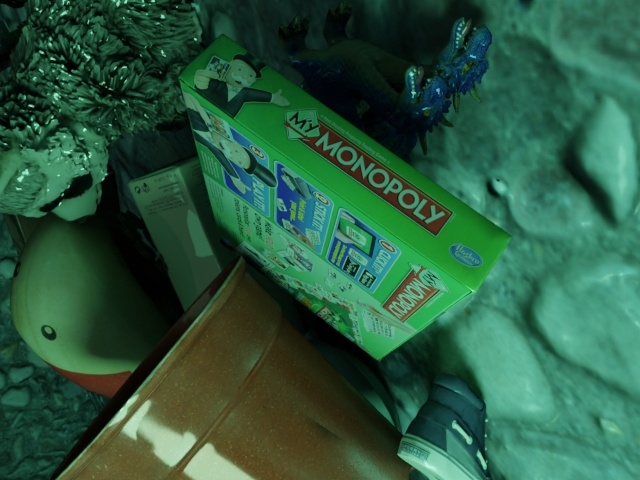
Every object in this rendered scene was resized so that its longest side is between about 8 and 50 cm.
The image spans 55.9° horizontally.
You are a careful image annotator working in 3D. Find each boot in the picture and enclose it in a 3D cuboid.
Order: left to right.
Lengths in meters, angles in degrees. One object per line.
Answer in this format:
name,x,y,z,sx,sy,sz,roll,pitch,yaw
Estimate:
boot,0.143,0.203,0.587,0.069,0.086,0.190,15,155,38

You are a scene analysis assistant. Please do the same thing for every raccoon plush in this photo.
raccoon plush,-0.330,-0.239,0.678,0.216,0.299,0.446,-12,104,58

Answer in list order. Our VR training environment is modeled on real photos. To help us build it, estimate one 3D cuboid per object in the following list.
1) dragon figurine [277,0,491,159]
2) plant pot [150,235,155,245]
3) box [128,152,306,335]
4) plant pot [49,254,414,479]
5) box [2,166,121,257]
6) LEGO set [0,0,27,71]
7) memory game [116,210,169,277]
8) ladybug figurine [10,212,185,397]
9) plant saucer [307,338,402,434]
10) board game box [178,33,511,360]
dragon figurine,0.019,-0.090,0.500,0.144,0.085,0.289,55,147,10
plant pot,-0.230,-0.034,0.925,0.079,0.083,0.083,44,147,48
box,-0.122,0.028,0.757,0.094,0.113,0.275,-11,105,32
plant pot,-0.068,0.203,0.605,0.265,0.272,0.272,41,150,-8
box,-0.528,-0.009,1.257,0.143,0.191,0.381,45,145,24
LEGO set,-0.452,-0.307,0.820,0.255,0.331,0.192,45,154,-14
memory game,-0.242,0.020,0.939,0.186,0.012,0.186,44,-177,-2
ladybug figurine,-0.301,0.117,0.898,0.305,0.162,0.449,53,173,22
plant saucer,0.041,0.199,0.750,0.195,0.037,0.194,35,141,35
board game box,0.000,0.000,0.495,0.214,0.046,0.317,36,163,7
